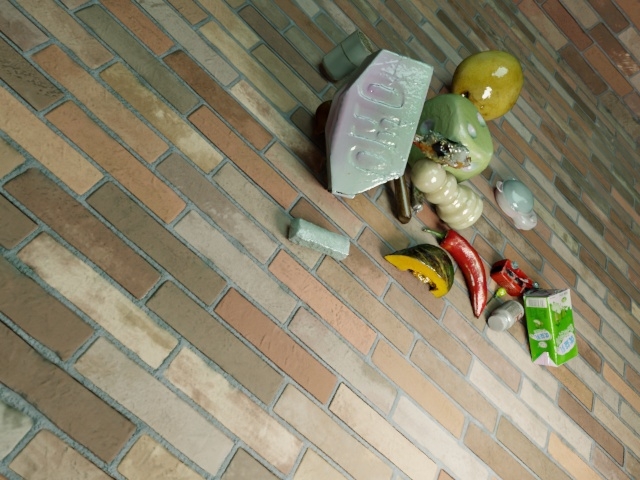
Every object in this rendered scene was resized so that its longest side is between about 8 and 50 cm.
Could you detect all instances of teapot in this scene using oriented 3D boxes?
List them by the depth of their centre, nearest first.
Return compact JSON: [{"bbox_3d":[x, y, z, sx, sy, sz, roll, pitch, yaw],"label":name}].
[{"bbox_3d":[0.084,-0.403,1.724,0.252,0.135,0.178,-14,43,-34],"label":"teapot"}]

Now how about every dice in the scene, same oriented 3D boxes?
[{"bbox_3d":[0.468,-0.370,1.869,0.249,0.252,0.255,20,57,-42],"label":"dice"}]

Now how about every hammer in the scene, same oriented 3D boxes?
[{"bbox_3d":[0.263,-0.261,1.757,0.095,0.242,0.409,-5,84,0],"label":"hammer"}]

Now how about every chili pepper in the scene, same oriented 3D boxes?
[{"bbox_3d":[0.515,0.087,1.806,0.137,0.092,0.369,-27,81,-26],"label":"chili pepper"}]

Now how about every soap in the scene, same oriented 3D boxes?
[{"bbox_3d":[0.154,-0.344,1.561,0.261,0.156,0.447,15,97,-13],"label":"soap"}]

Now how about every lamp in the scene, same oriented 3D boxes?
[{"bbox_3d":[0.847,-0.162,2.154,0.179,0.108,0.246,-24,83,-36],"label":"lamp"}]

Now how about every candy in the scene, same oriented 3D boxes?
[{"bbox_3d":[0.647,0.211,1.875,0.123,0.035,0.035,-28,82,-33],"label":"candy"}]

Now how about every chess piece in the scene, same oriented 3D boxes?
[{"bbox_3d":[0.432,-0.181,1.786,0.299,0.167,0.167,38,49,-33],"label":"chess piece"}]

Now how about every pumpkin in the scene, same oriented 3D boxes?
[{"bbox_3d":[0.365,0.057,1.683,0.278,0.111,0.163,35,59,-17],"label":"pumpkin"}]

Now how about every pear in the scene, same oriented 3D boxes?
[{"bbox_3d":[0.722,-0.673,2.204,0.314,0.314,0.315,16,59,-28],"label":"pear"}]

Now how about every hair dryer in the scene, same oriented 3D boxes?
[{"bbox_3d":[0.155,-0.689,1.930,0.357,0.173,0.108,-23,86,-60],"label":"hair dryer"}]

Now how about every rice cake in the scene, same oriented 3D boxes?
[{"bbox_3d":[-0.001,0.000,1.496,0.206,0.063,0.069,24,57,-24],"label":"rice cake"}]

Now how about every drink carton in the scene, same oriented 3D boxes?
[{"bbox_3d":[0.851,0.311,1.868,0.161,0.108,0.271,-9,93,-35],"label":"drink carton"}]

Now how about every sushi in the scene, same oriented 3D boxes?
[{"bbox_3d":[0.404,-0.297,1.661,0.226,0.103,0.097,19,58,-6],"label":"sushi"}]

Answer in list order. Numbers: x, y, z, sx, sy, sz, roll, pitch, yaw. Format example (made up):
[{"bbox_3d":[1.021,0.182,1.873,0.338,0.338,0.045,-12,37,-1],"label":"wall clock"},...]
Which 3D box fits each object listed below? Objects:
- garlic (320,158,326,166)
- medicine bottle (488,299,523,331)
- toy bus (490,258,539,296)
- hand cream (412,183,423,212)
[{"bbox_3d":[0.127,-0.278,1.715,0.266,0.148,0.129,-41,130,-45],"label":"garlic"},{"bbox_3d":[0.665,0.273,1.819,0.140,0.079,0.079,-23,81,-41],"label":"medicine bottle"},{"bbox_3d":[0.746,0.160,1.937,0.195,0.081,0.089,42,60,-11],"label":"toy bus"},{"bbox_3d":[0.358,-0.168,1.863,0.057,0.037,0.165,27,48,-22],"label":"hand cream"}]
